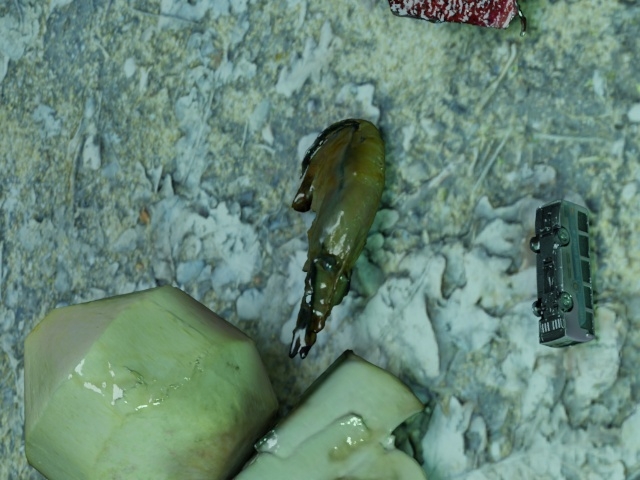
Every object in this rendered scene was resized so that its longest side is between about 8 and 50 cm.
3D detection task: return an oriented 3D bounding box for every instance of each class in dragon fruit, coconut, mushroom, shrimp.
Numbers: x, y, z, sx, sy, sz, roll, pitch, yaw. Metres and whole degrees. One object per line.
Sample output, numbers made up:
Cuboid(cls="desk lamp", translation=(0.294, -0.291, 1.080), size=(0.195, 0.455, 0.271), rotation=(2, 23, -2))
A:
Cuboid(cls="dragon fruit", translation=(0.137, -0.248, 1.792), size=(0.147, 0.096, 0.102), rotation=(6, 93, 15))
Cuboid(cls="coconut", translation=(-0.181, 0.155, 1.859), size=(0.259, 0.259, 0.259), rotation=(-15, 68, 42))
Cuboid(cls="mushroom", translation=(0.007, 0.244, 1.761), size=(0.236, 0.173, 0.162), rotation=(-44, -4, -20))
Cuboid(cls="shrimp", translation=(0.008, 0.004, 1.860), size=(0.117, 0.066, 0.262), rotation=(-12, 55, 58))

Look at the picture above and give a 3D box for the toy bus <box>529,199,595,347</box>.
Cuboid(cls="toy bus", translation=(0.214, 0.031, 1.651), size=(0.037, 0.052, 0.130), rotation=(-21, 62, 45))
